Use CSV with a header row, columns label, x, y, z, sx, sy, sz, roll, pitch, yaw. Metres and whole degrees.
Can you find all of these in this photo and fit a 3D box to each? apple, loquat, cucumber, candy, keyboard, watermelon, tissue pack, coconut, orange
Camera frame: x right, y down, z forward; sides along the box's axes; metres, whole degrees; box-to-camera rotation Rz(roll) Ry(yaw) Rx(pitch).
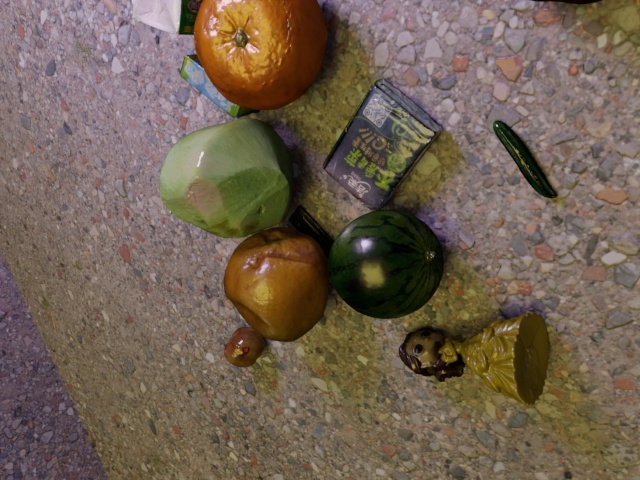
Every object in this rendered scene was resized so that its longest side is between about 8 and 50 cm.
label,x,y,z,sx,sy,sz,roll,pitch,yaw
apple,-0.232,0.328,1.507,0.102,0.126,0.126,34,130,-13
loquat,-0.097,0.108,1.236,0.276,0.276,0.283,2,130,34
cucumber,0.383,-0.151,0.925,0.033,0.036,0.184,-34,89,32
candy,-0.241,-0.383,1.206,0.195,0.097,0.062,39,128,13
keyboard,0.000,0.000,1.269,0.204,0.013,0.061,46,129,8
watermelon,0.140,0.051,1.051,0.243,0.242,0.242,14,118,29
tissue pack,-0.288,-0.548,1.093,0.148,0.209,0.156,25,120,24
tissue pack,0.126,-0.197,1.055,0.173,0.073,0.235,42,128,12
coconut,-0.204,-0.143,1.161,0.329,0.329,0.280,3,77,33
orange,-0.122,-0.416,1.026,0.284,0.226,0.283,8,110,21

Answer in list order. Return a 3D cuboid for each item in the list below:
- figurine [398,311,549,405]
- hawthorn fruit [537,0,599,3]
label,x,y,z,sx,sy,sz,roll,pitch,yaw
figurine,0.311,0.248,1.082,0.316,0.168,0.187,-9,63,45
hawthorn fruit,0.326,-0.470,0.650,0.308,0.325,0.307,34,131,51
